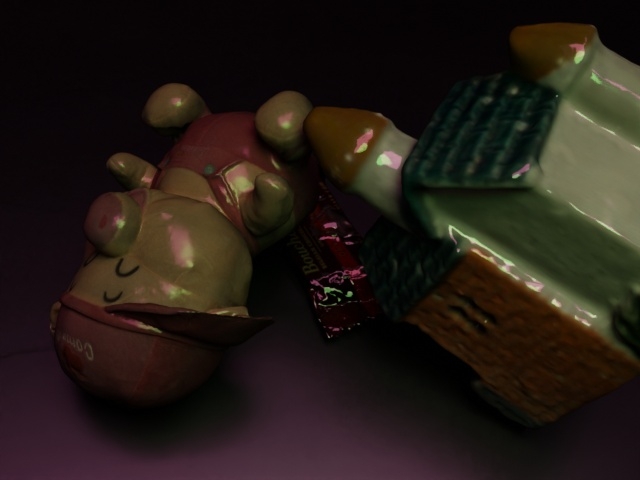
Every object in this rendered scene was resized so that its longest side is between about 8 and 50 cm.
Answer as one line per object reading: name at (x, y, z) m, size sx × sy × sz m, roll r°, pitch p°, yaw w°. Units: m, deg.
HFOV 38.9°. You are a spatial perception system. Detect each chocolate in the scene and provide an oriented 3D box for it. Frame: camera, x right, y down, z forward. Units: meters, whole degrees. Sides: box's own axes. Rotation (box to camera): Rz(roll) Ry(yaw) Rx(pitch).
chocolate at (0.000, 0.000, 0.796) m, size 0.086 × 0.028 × 0.182 m, roll -21°, pitch 63°, yaw -17°

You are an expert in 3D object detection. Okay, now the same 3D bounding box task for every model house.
model house at (0.135, -0.037, 0.657) m, size 0.301 × 0.271 × 0.190 m, roll 32°, pitch 56°, yaw -3°

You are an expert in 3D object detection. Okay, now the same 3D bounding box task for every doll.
doll at (-0.103, 0.003, 0.684) m, size 0.152 × 0.196 × 0.255 m, roll 35°, pitch 69°, yaw -19°
